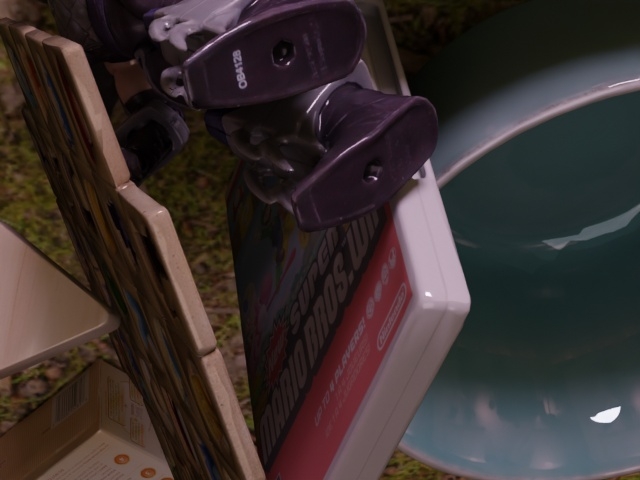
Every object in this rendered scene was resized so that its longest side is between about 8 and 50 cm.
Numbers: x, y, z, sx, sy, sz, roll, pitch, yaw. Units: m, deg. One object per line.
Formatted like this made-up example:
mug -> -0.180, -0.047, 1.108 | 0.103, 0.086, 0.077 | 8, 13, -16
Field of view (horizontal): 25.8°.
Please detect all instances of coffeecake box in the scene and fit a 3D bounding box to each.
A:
coffeecake box -> -0.133, 0.184, 1.006 | 0.142, 0.068, 0.185 | -38, 127, 24

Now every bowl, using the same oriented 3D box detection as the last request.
bowl -> 0.151, -0.019, 0.790 | 0.311, 0.163, 0.311 | -6, 136, -6

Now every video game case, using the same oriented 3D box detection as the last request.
video game case -> 0.000, 0.000, 0.705 | 0.025, 0.285, 0.204 | 9, 131, -17

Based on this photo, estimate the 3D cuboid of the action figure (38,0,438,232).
action figure -> -0.077, -0.100, 0.633 | 0.099, 0.285, 0.185 | -36, 128, -18

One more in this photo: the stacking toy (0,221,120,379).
stacking toy -> -0.263, 0.050, 0.771 | 0.279, 0.309, 0.130 | -42, 167, 0

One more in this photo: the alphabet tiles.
alphabet tiles -> -0.087, 0.033, 0.673 | 0.011, 0.342, 0.285 | -23, 108, -14
